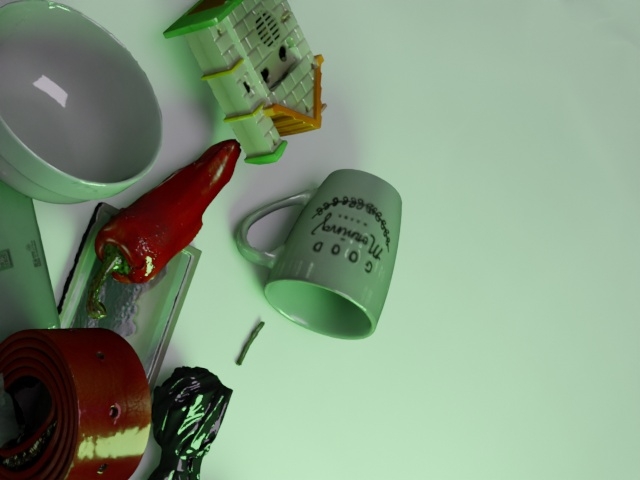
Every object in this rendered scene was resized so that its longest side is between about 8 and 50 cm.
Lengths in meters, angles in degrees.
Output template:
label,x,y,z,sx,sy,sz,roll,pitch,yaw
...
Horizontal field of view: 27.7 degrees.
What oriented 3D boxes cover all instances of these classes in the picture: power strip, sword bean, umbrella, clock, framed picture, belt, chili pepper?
label,x,y,z,sx,sy,sz,roll,pitch,yaw
power strip,-0.465,0.034,1.748,0.194,0.059,0.265,-16,99,-42
sword bean,-0.112,0.163,2.057,0.012,0.012,0.083,42,66,-30
umbrella,-0.214,0.355,1.927,0.118,0.118,0.340,11,88,-38
clock,-0.095,-0.268,1.993,0.220,0.106,0.255,-52,124,-45
framed picture,-0.294,0.100,1.911,0.192,0.018,0.265,28,73,-33
belt,-0.347,0.229,1.689,0.115,0.324,0.227,3,72,-39
chili pepper,-0.227,-0.033,1.891,0.387,0.110,0.110,-48,118,-41

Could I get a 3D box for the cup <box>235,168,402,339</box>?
label,x,y,z,sx,sy,sz,roll,pitch,yaw
cup,0.000,0.000,2.066,0.258,0.186,0.234,23,64,-7

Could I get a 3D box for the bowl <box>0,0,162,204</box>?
label,x,y,z,sx,sy,sz,roll,pitch,yaw
bowl,-0.367,-0.167,1.744,0.287,0.144,0.287,27,46,-33
